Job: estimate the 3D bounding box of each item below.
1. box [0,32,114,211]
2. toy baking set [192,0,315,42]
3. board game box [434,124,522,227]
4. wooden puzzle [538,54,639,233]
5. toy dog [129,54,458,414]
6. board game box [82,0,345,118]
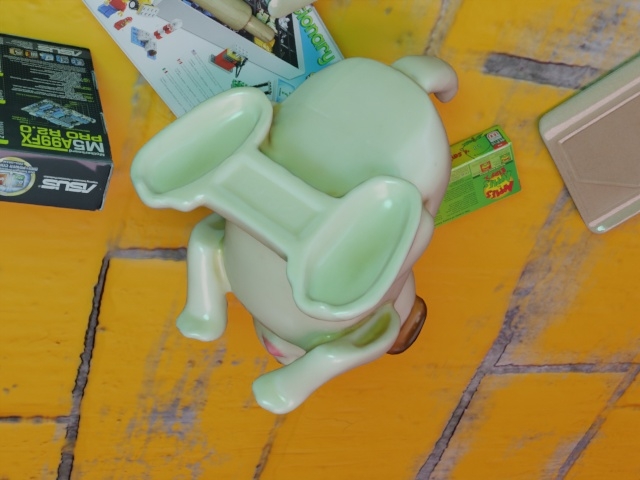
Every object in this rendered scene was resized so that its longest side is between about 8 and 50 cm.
[{"bbox_3d":[-0.344,-0.128,0.874,0.270,0.216,0.060,5,128,-26],"label":"box"},{"bbox_3d":[-0.041,-0.288,0.904,0.197,0.030,0.256,-43,132,15],"label":"toy baking set"},{"bbox_3d":[0.171,-0.074,1.242,0.181,0.043,0.092,-24,135,1],"label":"board game box"},{"bbox_3d":[0.432,-0.141,1.288,0.221,0.044,0.238,-32,129,9],"label":"wooden puzzle"},{"bbox_3d":[0.000,0.000,1.070,0.395,0.285,0.408,-57,162,-27],"label":"toy dog"},{"bbox_3d":[-0.095,-0.213,1.006,0.193,0.053,0.305,-31,134,6],"label":"board game box"}]
